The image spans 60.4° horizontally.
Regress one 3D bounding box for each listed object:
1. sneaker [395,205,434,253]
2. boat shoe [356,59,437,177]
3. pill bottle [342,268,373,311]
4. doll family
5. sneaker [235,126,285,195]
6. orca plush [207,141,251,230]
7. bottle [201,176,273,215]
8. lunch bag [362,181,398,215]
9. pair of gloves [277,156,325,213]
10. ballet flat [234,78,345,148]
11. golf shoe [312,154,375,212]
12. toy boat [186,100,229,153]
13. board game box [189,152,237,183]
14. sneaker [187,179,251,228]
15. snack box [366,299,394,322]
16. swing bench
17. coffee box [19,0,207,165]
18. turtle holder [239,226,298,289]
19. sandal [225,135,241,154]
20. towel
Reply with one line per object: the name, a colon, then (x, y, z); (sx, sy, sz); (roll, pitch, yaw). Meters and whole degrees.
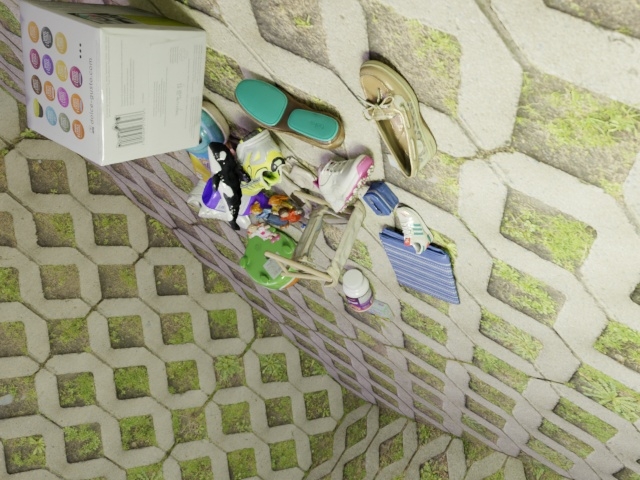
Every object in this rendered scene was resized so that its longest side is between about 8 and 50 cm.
sneaker: (0.263, -0.028, 1.592); (0.161, 0.075, 0.057); (48, 157, -27)
boat shoe: (0.165, -0.266, 1.220); (0.104, 0.089, 0.285); (8, 145, 53)
pill bottle: (0.148, 0.199, 2.216); (0.108, 0.108, 0.194); (25, 156, 30)
doll family: (-0.169, -0.095, 2.023); (0.262, 0.119, 0.163); (-24, 144, 36)
sneaker: (-0.208, -0.217, 1.815); (0.147, 0.145, 0.385); (52, 162, 7)
orca plush: (-0.269, -0.172, 1.726); (0.102, 0.151, 0.288); (-5, 102, 10)
bottle: (-0.294, -0.152, 2.043); (0.282, 0.118, 0.092); (11, -157, -38)
lunch bag: (0.171, -0.112, 1.575); (0.098, 0.065, 0.067); (46, 158, -22)
pair of gloves: (-0.068, -0.180, 1.851); (0.204, 0.042, 0.240); (42, 158, -12)
ballet flat: (-0.078, -0.329, 1.489); (0.342, 0.116, 0.124); (25, 176, 19)
golf shoe: (0.055, -0.178, 1.565); (0.140, 0.115, 0.306); (41, 158, 0)
toy boat: (-0.465, -0.409, 1.817); (0.267, 0.148, 0.318); (-8, 129, 47)
board game box: (-0.389, -0.283, 2.114); (0.242, 0.064, 0.316); (33, 159, 10)
sneaker: (-0.445, -0.128, 2.414); (0.305, 0.152, 0.114); (36, 157, -2)
snack box: (0.240, 0.292, 2.366); (0.141, 0.037, 0.100); (18, 151, 40)
swing bench: (0.000, 0.000, 1.773); (0.254, 0.253, 0.165); (13, 156, 28)
coffee box: (-0.555, -0.438, 1.494); (0.334, 0.338, 0.338); (26, 121, 26)
turtle holder: (-0.214, 0.086, 2.382); (0.320, 0.244, 0.227); (14, 168, 29)
sandal: (-0.317, -0.331, 1.916); (0.180, 0.049, 0.072); (33, 158, 12)
towel: (0.330, 0.088, 1.794); (0.243, 0.040, 0.336); (22, 158, 31)
